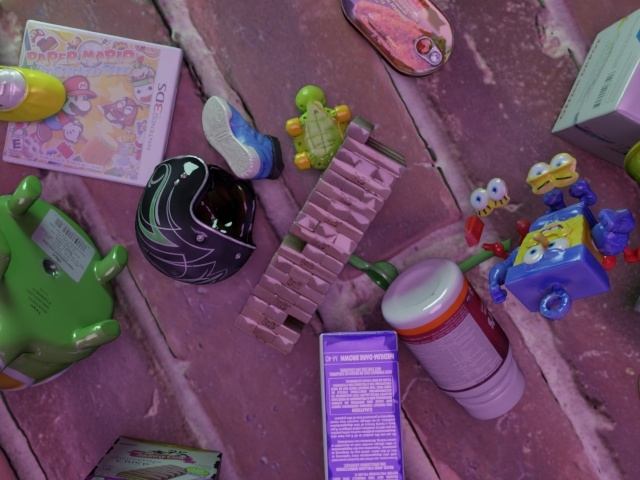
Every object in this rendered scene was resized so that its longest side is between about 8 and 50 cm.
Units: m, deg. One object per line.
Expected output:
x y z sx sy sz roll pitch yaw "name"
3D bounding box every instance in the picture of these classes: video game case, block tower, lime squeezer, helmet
-0.327 -0.195 1.167 0.226 0.026 0.206 10 91 -1 "video game case"
0.000 0.000 1.107 0.097 0.091 0.335 29 105 -2 "block tower"
0.119 0.035 1.167 0.310 0.059 0.110 7 91 -1 "lime squeezer"
-0.170 -0.019 1.105 0.169 0.169 0.162 2 75 -1 "helmet"

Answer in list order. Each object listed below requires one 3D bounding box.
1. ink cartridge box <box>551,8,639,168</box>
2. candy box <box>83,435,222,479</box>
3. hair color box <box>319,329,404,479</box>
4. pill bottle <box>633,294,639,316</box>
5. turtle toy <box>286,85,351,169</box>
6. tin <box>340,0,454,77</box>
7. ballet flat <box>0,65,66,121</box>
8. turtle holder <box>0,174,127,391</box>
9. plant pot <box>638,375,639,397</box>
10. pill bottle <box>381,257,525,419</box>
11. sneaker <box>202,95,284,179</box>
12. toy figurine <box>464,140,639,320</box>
0.453 -0.196 1.081 0.168 0.232 0.171 26 90 -4 "ink cartridge box"
-0.222 0.335 1.077 0.159 0.233 0.071 9 91 -2 "candy box"
0.056 0.292 1.085 0.110 0.185 0.339 -1 83 0 "hair color box"
0.585 -0.029 1.099 0.210 0.210 0.363 26 91 -2 "pill bottle"
-0.001 -0.159 1.154 0.095 0.066 0.130 -15 91 -2 "turtle toy"
0.110 -0.320 1.169 0.106 0.040 0.190 -43 92 4 "tin"
-0.471 -0.212 1.118 0.230 0.077 0.077 11 92 9 "ballet flat"
-0.400 0.101 1.045 0.227 0.243 0.320 -33 54 19 "turtle holder"
0.541 0.219 1.160 0.134 0.095 0.134 0 92 -1 "plant pot"
0.187 0.138 1.108 0.121 0.121 0.221 -39 117 0 "pill bottle"
-0.107 -0.144 1.163 0.058 0.084 0.152 -52 57 26 "sneaker"
0.334 0.023 0.985 0.362 0.217 0.191 -21 119 39 "toy figurine"
